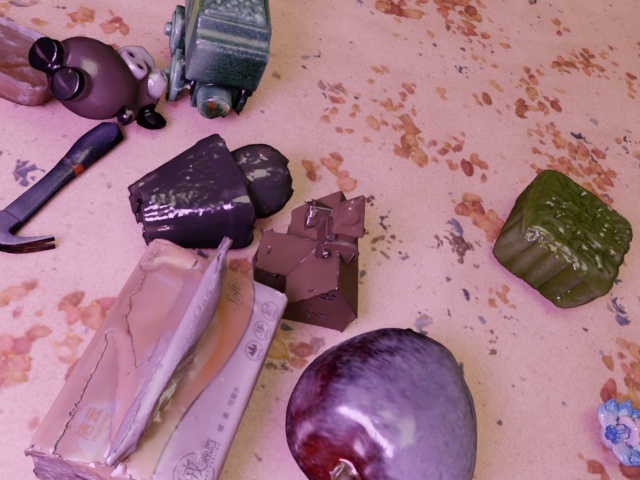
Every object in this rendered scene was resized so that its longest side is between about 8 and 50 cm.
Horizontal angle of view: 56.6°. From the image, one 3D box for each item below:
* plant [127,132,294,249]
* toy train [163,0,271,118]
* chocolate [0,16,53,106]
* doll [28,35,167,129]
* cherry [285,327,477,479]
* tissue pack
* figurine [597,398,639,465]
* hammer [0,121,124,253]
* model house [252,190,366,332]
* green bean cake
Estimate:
[{"bbox_3d":[-0.166,-0.071,0.940,0.256,0.142,0.164,-18,66,-18],"label":"plant"},{"bbox_3d":[-0.187,-0.370,1.062,0.166,0.238,0.299,4,59,-23],"label":"toy train"},{"bbox_3d":[-0.540,-0.297,0.973,0.253,0.080,0.157,26,38,-6],"label":"chocolate"},{"bbox_3d":[-0.347,-0.261,0.961,0.182,0.117,0.257,56,22,4],"label":"doll"},{"bbox_3d":[0.084,0.248,0.783,0.255,0.218,0.296,41,48,15],"label":"cherry"},{"bbox_3d":[-0.181,0.161,0.731,0.238,0.238,0.306,25,53,-5],"label":"tissue pack"},{"bbox_3d":[0.517,0.319,0.995,0.114,0.079,0.114,10,50,-12],"label":"figurine"},{"bbox_3d":[-0.404,-0.093,0.920,0.137,0.037,0.290,33,53,2],"label":"hammer"},{"bbox_3d":[0.000,0.000,0.890,0.176,0.248,0.181,12,54,-14],"label":"model house"},{"bbox_3d":[0.470,-0.002,1.154,0.222,0.125,0.248,38,53,4],"label":"green bean cake"}]
